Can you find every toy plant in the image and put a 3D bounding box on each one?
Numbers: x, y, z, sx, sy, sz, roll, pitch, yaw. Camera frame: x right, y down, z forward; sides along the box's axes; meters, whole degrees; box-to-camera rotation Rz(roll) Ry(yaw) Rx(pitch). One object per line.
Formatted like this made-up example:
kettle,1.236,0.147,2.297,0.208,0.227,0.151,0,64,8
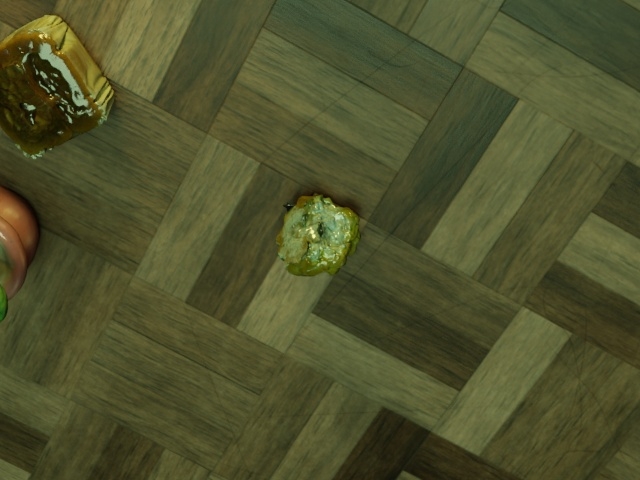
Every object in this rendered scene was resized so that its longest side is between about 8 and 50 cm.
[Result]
toy plant,-0.659,0.039,1.826,0.316,0.356,0.211,10,122,1

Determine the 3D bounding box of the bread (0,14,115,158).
bread,-0.486,-0.265,1.795,0.192,0.110,0.210,-24,109,18

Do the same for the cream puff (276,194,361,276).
cream puff,0.001,0.000,1.848,0.156,0.156,0.121,29,145,-6
